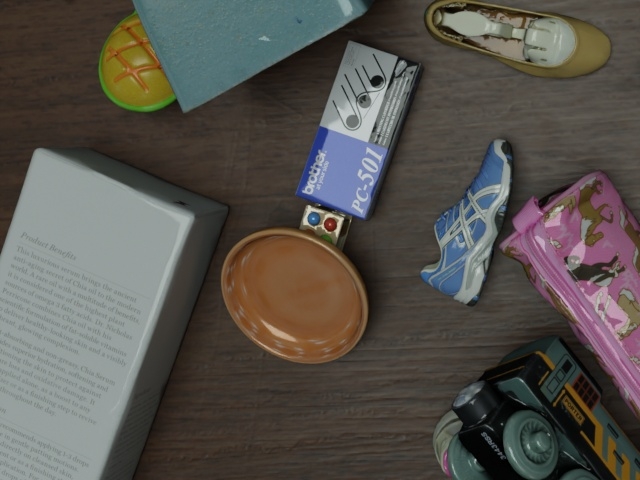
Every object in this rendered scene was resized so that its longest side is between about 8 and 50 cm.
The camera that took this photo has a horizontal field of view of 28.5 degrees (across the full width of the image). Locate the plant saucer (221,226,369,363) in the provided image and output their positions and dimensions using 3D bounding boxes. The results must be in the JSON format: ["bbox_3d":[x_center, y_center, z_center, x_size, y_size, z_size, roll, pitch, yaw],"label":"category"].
[{"bbox_3d":[-0.030,0.066,1.609,0.200,0.037,0.200,11,123,17],"label":"plant saucer"}]

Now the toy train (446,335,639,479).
[{"bbox_3d":[0.287,0.268,1.433,0.334,0.190,0.142,50,142,-6],"label":"toy train"}]

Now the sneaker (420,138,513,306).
[{"bbox_3d":[0.186,-0.027,1.561,0.081,0.080,0.211,18,98,8],"label":"sneaker"}]

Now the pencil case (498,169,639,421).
[{"bbox_3d":[0.370,0.101,1.481,0.160,0.167,0.386,-34,85,-1],"label":"pencil case"}]

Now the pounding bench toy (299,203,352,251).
[{"bbox_3d":[0.000,0.000,1.615,0.052,0.065,0.083,19,99,11],"label":"pounding bench toy"}]

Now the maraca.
[{"bbox_3d":[-0.215,-0.251,1.631,0.127,0.099,0.186,18,73,6],"label":"maraca"}]

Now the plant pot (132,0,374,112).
[{"bbox_3d":[-0.096,-0.342,1.474,0.248,0.247,0.252,-26,105,19],"label":"plant pot"}]

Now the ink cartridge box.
[{"bbox_3d":[0.050,-0.138,1.593,0.097,0.046,0.207,20,94,11],"label":"ink cartridge box"}]

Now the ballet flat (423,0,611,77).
[{"bbox_3d":[0.235,-0.246,1.533,0.232,0.073,0.080,12,98,12],"label":"ballet flat"}]

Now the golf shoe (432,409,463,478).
[{"bbox_3d":[0.266,0.322,1.544,0.306,0.140,0.115,30,99,8],"label":"golf shoe"}]

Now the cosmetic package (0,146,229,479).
[{"bbox_3d":[-0.314,0.127,1.651,0.230,0.161,0.453,23,100,11],"label":"cosmetic package"}]
